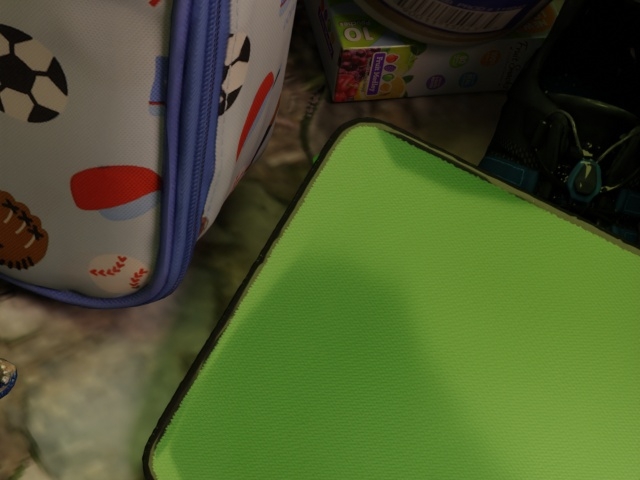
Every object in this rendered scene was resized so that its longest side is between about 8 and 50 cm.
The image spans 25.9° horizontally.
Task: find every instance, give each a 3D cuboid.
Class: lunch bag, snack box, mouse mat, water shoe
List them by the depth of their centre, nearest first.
[{"bbox_3d":[0.054,0.057,0.456,0.189,0.007,0.153,28,77,13],"label":"mouse mat"},{"bbox_3d":[-0.153,-0.121,0.462,0.303,0.243,0.115,23,50,10],"label":"lunch bag"},{"bbox_3d":[0.084,-0.015,0.513,0.073,0.080,0.203,13,50,3],"label":"water shoe"},{"bbox_3d":[0.041,-0.127,0.628,0.100,0.037,0.141,-6,53,-11],"label":"snack box"}]

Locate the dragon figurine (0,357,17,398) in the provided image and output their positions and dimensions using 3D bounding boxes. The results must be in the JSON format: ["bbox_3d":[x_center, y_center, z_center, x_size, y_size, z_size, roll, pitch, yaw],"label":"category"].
[{"bbox_3d":[-0.223,0.075,0.390,0.289,0.144,0.085,-35,62,-9],"label":"dragon figurine"}]

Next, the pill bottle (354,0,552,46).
[{"bbox_3d":[0.074,-0.151,0.495,0.112,0.186,0.112,4,76,-16],"label":"pill bottle"}]

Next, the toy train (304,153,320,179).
[{"bbox_3d":[0.000,0.000,0.531,0.023,0.017,0.083,18,49,-6],"label":"toy train"}]
